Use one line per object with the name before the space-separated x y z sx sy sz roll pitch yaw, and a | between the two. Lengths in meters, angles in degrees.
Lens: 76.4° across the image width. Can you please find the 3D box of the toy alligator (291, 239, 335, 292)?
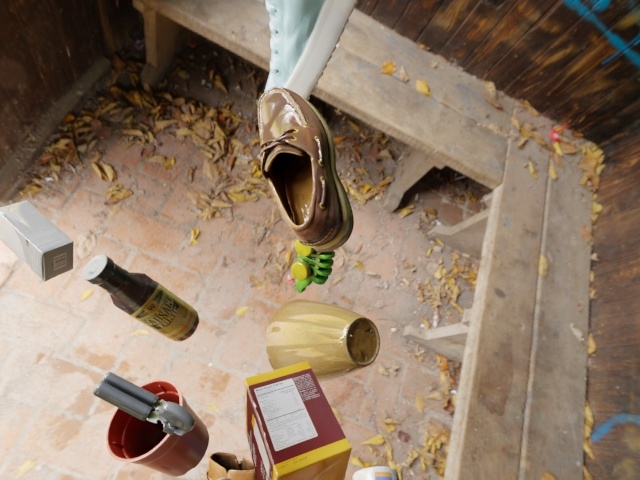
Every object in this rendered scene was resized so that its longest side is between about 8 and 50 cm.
toy alligator | 0.000 0.000 0.584 0.052 0.189 0.056 21 25 24

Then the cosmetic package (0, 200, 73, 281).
cosmetic package | -0.871 -0.002 1.242 0.238 0.127 0.107 32 36 14

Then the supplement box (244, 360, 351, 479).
supplement box | -0.054 0.372 0.754 0.129 0.191 0.194 -9 36 -22

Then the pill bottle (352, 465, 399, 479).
pill bottle | 0.185 0.855 1.235 0.153 0.152 0.271 13 41 -15

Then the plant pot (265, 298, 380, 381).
plant pot | 0.023 0.261 1.065 0.237 0.255 0.236 11 72 -37

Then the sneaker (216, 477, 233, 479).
sneaker | -0.162 0.412 0.475 0.095 0.105 0.236 54 22 -18

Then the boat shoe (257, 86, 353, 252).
boat shoe | -0.023 -0.076 0.370 0.060 0.064 0.177 21 45 -58

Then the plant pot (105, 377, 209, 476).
plant pot | -0.537 0.666 1.408 0.273 0.264 0.272 -12 42 11

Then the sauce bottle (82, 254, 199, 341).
sauce bottle | -0.170 0.058 0.395 0.042 0.128 0.042 -14 53 19

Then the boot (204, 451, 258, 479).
boot | -0.153 0.630 0.951 0.284 0.109 0.219 8 91 20

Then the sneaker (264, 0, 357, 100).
sneaker | -0.028 -0.327 0.525 0.150 0.365 0.135 24 41 -11

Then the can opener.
can opener | -0.471 0.441 1.111 0.281 0.093 0.074 28 22 -6
